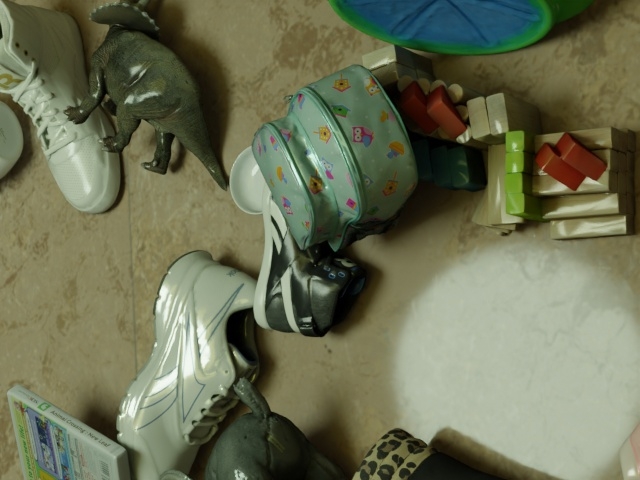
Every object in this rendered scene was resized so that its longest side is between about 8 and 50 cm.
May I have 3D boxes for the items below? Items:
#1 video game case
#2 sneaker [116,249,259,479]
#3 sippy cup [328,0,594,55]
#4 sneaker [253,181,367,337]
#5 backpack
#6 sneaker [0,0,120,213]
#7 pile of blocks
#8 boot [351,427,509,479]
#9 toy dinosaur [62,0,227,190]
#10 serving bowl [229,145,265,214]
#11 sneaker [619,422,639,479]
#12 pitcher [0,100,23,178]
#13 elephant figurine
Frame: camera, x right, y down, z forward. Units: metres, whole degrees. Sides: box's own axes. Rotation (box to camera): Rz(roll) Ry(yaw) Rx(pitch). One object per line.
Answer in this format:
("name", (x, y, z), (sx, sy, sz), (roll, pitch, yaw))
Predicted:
("video game case", (-0.293, 0.295, 1.698), (0.193, 0.023, 0.212), (24, 132, 34))
("sneaker", (-0.144, 0.165, 1.631), (0.129, 0.111, 0.297), (17, 95, 29))
("sippy cup", (0.135, -0.335, 1.438), (0.240, 0.305, 0.224), (-18, 61, 60))
("sneaker", (0.000, 0.000, 1.574), (0.121, 0.079, 0.217), (8, 96, 30))
("backpack", (0.017, -0.085, 1.464), (0.166, 0.144, 0.188), (65, 156, 11))
("sneaker", (-0.360, -0.172, 1.777), (0.108, 0.169, 0.293), (-30, 70, 26))
("pile of blocks", (0.152, -0.096, 1.453), (0.362, 0.112, 0.149), (26, 99, 34))
("boot", (0.125, 0.391, 1.398), (0.284, 0.138, 0.378), (22, 93, 33))
("toy dinosaur", (-0.212, -0.182, 1.708), (0.313, 0.121, 0.160), (52, 125, 31))
("serving bowl", (-0.066, -0.070, 1.648), (0.083, 0.027, 0.083), (-5, 82, 33))
("sneaker", (0.333, 0.230, 1.330), (0.070, 0.051, 0.134), (-47, 58, 22))
("pitcher", (-0.492, -0.098, 1.897), (0.207, 0.125, 0.178), (-15, 116, 26))
("elephant figurine", (-0.100, 0.298, 1.565), (0.239, 0.169, 0.186), (-32, 38, 44))
